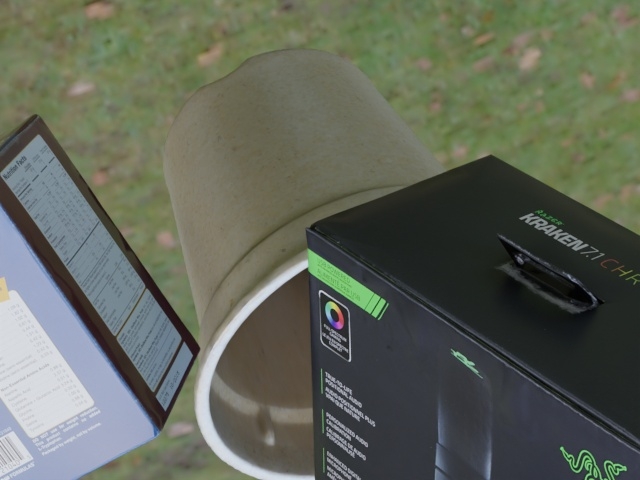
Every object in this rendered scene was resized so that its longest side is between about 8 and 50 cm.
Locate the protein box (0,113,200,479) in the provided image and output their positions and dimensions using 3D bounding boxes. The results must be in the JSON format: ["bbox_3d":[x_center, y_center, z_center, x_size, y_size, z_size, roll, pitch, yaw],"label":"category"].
[{"bbox_3d":[-0.226,0.063,1.101,0.200,0.201,0.136,-29,-166,16],"label":"protein box"}]

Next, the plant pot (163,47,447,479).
[{"bbox_3d":[0.000,0.000,1.520,0.334,0.305,0.333,-15,138,-14],"label":"plant pot"}]

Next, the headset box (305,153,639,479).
[{"bbox_3d":[0.116,0.122,0.842,0.131,0.246,0.283,-21,127,-30],"label":"headset box"}]
